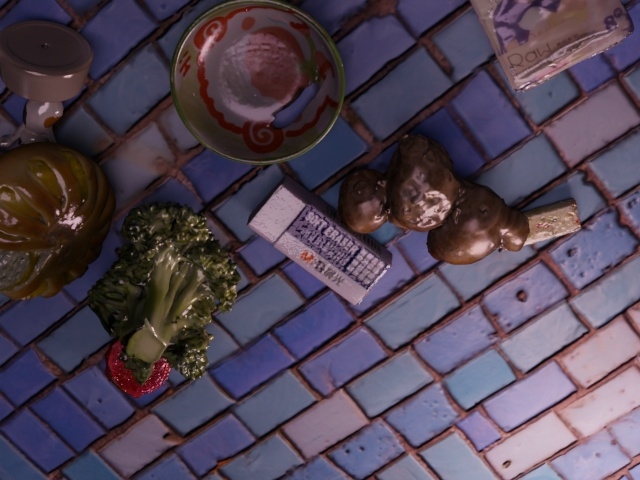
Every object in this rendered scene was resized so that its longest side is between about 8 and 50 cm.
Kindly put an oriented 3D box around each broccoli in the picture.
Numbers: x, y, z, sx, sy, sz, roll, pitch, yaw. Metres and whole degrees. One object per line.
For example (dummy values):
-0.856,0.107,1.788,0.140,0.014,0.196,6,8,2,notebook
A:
-0.317,0.116,1.872,0.277,0.317,0.338,24,150,-18,broccoli

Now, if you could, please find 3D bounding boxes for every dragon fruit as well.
-0.419,0.265,2.032,0.153,0.153,0.111,51,147,-17,dragon fruit

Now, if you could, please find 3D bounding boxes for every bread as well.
-0.536,-0.032,1.808,0.333,0.160,0.333,-28,138,-28,bread
0.451,-0.034,1.886,0.154,0.028,0.068,-16,114,11,bread

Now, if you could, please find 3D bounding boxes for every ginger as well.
0.232,-0.065,1.815,0.375,0.176,0.256,24,130,-9,ginger

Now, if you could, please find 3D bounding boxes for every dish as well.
-0.116,-0.314,1.747,0.324,0.124,0.324,0,120,0,dish

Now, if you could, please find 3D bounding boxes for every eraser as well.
0.000,0.000,1.893,0.287,0.086,0.130,38,109,-13,eraser

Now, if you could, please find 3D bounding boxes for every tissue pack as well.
0.381,-0.466,1.647,0.242,0.125,0.343,-27,112,13,tissue pack

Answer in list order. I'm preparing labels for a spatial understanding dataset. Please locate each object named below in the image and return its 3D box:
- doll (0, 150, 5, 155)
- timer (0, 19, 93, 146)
-0.717,-0.065,1.883,0.175,0.149,0.278,18,128,-33,doll
-0.543,-0.269,1.792,0.175,0.175,0.266,17,132,-4,timer
